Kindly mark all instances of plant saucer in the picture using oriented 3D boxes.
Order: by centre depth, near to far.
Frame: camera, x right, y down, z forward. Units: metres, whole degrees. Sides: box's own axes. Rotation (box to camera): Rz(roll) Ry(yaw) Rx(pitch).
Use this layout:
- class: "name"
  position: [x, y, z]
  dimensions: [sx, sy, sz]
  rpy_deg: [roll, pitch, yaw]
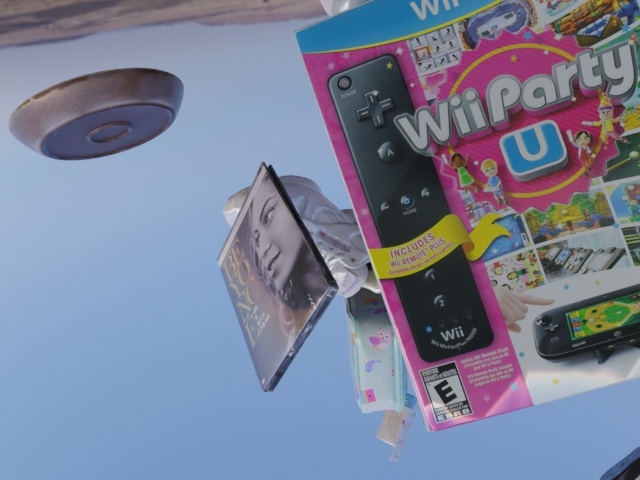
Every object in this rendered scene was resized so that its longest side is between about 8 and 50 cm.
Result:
- class: "plant saucer"
  position: [-0.213, -0.117, 0.522]
  dimensions: [0.169, 0.029, 0.168]
  rpy_deg: [-20, 178, -1]

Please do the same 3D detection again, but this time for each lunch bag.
- class: "lunch bag"
  position: [0.110, 0.211, 1.083]
  dimensions: [0.108, 0.223, 0.279]
  rpy_deg: [-6, -167, 2]

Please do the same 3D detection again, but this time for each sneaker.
- class: "sneaker"
  position: [0.000, 0.000, 0.787]
  dimensions: [0.305, 0.114, 0.152]
  rpy_deg: [17, -141, -38]

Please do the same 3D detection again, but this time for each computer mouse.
- class: "computer mouse"
  position: [0.863, 0.595, 1.386]
  dimensions: [0.262, 0.184, 0.060]
  rpy_deg: [-42, -108, 1]

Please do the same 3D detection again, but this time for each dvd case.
- class: "dvd case"
  position: [-0.063, 0.035, 0.615]
  dimensions: [0.018, 0.164, 0.221]
  rpy_deg: [8, -144, -33]

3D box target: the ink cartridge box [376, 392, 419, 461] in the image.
- class: "ink cartridge box"
  position: [0.213, 0.517, 1.475]
  dimensions: [0.062, 0.104, 0.181]
  rpy_deg: [16, -106, 28]

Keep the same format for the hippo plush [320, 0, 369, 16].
- class: "hippo plush"
  position: [0.049, -0.270, 0.457]
  dimensions: [0.237, 0.234, 0.294]
  rpy_deg: [-1, 150, -47]

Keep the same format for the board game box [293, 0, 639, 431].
- class: "board game box"
  position: [0.135, -0.042, 0.396]
  dimensions: [0.224, 0.303, 0.097]
  rpy_deg: [-19, 176, 10]
